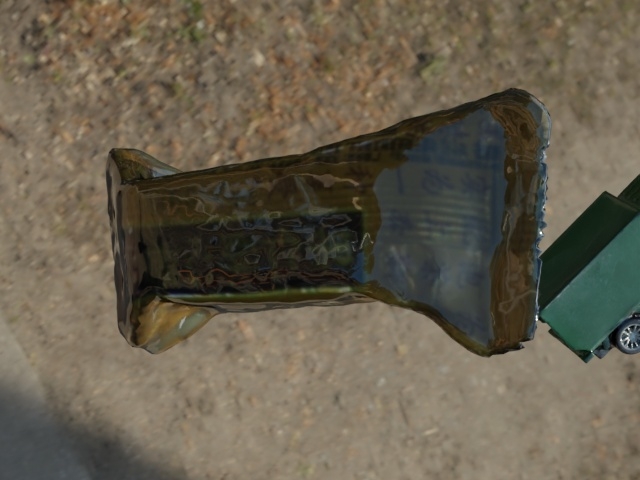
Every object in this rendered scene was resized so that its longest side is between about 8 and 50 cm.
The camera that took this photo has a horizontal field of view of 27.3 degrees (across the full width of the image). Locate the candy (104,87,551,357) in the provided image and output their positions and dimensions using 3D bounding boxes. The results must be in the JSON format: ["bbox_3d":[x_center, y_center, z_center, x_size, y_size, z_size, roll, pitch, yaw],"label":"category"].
[{"bbox_3d":[0.000,0.000,0.742,0.101,0.271,0.143,11,74,-65],"label":"candy"}]

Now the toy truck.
[{"bbox_3d":[0.213,0.014,0.905,0.147,0.065,0.079,-44,110,1],"label":"toy truck"}]
